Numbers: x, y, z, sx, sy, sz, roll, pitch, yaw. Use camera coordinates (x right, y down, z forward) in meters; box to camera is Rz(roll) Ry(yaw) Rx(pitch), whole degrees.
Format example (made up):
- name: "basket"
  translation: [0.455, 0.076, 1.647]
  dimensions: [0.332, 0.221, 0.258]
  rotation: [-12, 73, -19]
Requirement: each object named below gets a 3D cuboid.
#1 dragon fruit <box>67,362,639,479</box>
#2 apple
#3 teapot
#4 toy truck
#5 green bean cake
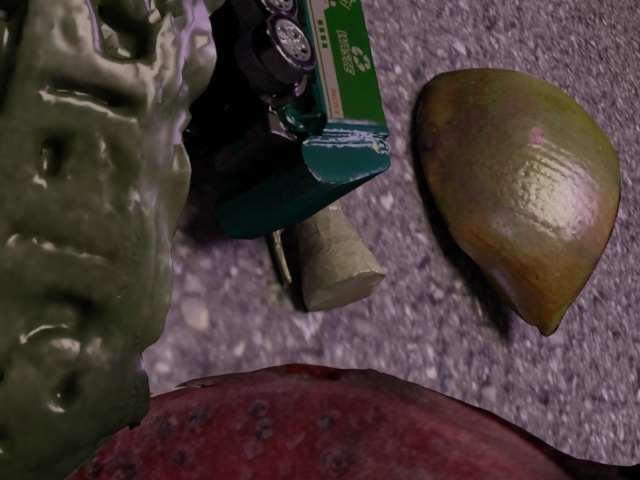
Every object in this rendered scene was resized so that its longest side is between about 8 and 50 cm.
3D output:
- name: "dragon fruit"
  translation: [0.011, 0.229, 0.395]
  dimensions: [0.296, 0.314, 0.262]
  rotation: [-51, 142, -32]
- name: "apple"
  translation: [0.175, -0.072, 0.969]
  dimensions: [0.193, 0.120, 0.265]
  rotation: [38, 37, -20]
- name: "teapot"
  translation: [0.000, 0.000, 0.719]
  dimensions: [0.067, 0.057, 0.083]
  rotation: [-12, 71, -21]
- name: "toy truck"
  translation: [-0.037, -0.123, 0.677]
  dimensions: [0.124, 0.114, 0.253]
  rotation: [22, 49, -42]
- name: "green bean cake"
  translation: [-0.146, -0.029, 0.341]
  dimensions: [0.223, 0.125, 0.227]
  rotation: [12, 92, -26]
